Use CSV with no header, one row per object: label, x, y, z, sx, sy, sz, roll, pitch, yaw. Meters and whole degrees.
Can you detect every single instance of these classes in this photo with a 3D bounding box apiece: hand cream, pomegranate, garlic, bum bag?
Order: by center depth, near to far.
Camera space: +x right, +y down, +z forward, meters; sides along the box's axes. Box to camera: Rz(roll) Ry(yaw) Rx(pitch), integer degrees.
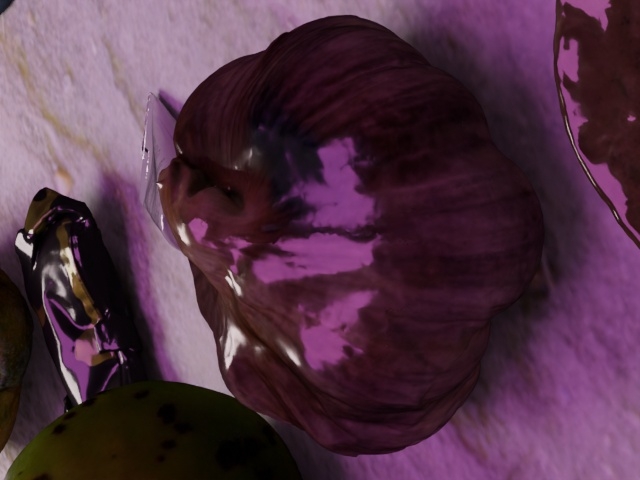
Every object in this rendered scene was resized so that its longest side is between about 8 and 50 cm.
garlic,0.000,0.000,0.809,0.245,0.160,0.245,17,113,48
pomegranate,-0.102,0.198,0.987,0.263,0.211,0.211,91,160,-78
hand cream,-0.093,-0.035,1.026,0.142,0.053,0.084,-130,44,-55
bum bag,-0.174,0.072,1.138,0.106,0.060,0.233,-25,80,52

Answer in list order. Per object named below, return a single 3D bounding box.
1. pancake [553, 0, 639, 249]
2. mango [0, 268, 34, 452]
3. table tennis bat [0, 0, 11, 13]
pancake,0.198,-0.089,0.624,0.242,0.050,0.242,13,109,41
mango,-0.317,0.103,1.256,0.316,0.146,0.193,-35,71,55
table tennis bat,-0.329,-0.310,1.264,0.329,0.044,0.215,46,133,34
